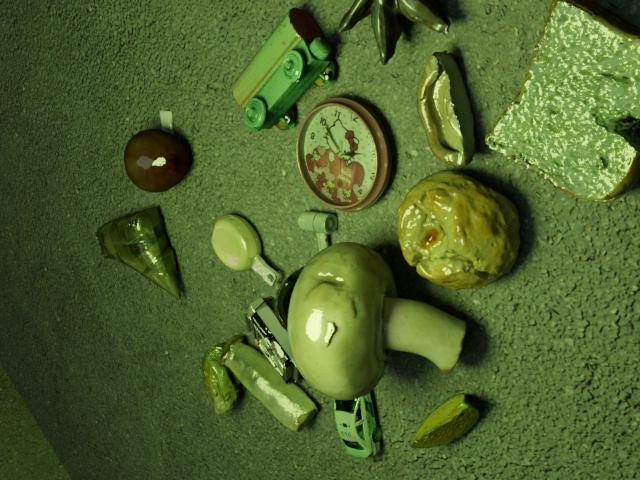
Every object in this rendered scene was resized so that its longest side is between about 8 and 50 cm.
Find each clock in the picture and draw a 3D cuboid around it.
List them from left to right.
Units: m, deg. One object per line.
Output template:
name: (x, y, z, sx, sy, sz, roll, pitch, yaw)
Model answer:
clock: (-0.097, 0.243, 1.658, 0.186, 0.083, 0.253, 52, 165, 14)
clock: (0.046, -0.178, 1.450, 0.244, 0.056, 0.244, 16, 115, 39)

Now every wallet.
wallet: (-0.408, -0.304, 1.831, 0.044, 0.011, 0.083, 10, 111, 38)

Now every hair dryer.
hair dryer: (0.000, 0.000, 1.566, 0.082, 0.047, 0.137, 9, 118, 40)

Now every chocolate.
chocolate: (-0.419, -0.203, 1.779, 0.177, 0.177, 0.176, 15, 115, 37)

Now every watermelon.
watermelon: (0.274, 0.381, 1.430, 0.075, 0.092, 0.181, 43, 121, 4)

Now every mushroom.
mushroom: (-0.141, 0.364, 1.782, 0.312, 0.081, 0.100, 37, 90, 22)
mushroom: (0.081, 0.173, 1.406, 0.315, 0.356, 0.315, -41, 34, 36)
mushroom: (0.226, -0.234, 1.261, 0.094, 0.072, 0.209, -15, 91, 41)

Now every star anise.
star anise: (0.145, -0.478, 1.224, 0.360, 0.139, 0.315, 7, 118, 23)

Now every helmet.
helmet: (-0.034, 0.143, 1.567, 0.153, 0.177, 0.107, 50, 155, -8)

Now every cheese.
cheese: (-0.184, 0.032, 1.720, 0.227, 0.064, 0.137, 42, 132, 24)

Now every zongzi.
zongzi: (-0.522, 0.059, 1.988, 0.251, 0.125, 0.274, -12, 103, 42)

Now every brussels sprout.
brussels sprout: (-0.274, 0.382, 1.904, 0.139, 0.101, 0.180, -8, 101, 53)

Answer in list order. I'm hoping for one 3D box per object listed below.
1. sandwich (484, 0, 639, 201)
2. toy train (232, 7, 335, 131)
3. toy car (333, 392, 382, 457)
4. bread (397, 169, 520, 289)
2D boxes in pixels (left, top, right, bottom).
sandwich: (0.424, -0.212, 1.083, 0.249, 0.095, 0.273, 36, 125, 22)
toy train: (-0.086, -0.359, 1.476, 0.285, 0.116, 0.177, -41, 65, 43)
toy car: (0.077, 0.400, 1.615, 0.090, 0.076, 0.224, -1, 104, 43)
bread: (0.246, -0.015, 1.281, 0.245, 0.134, 0.244, 19, 119, 38)
